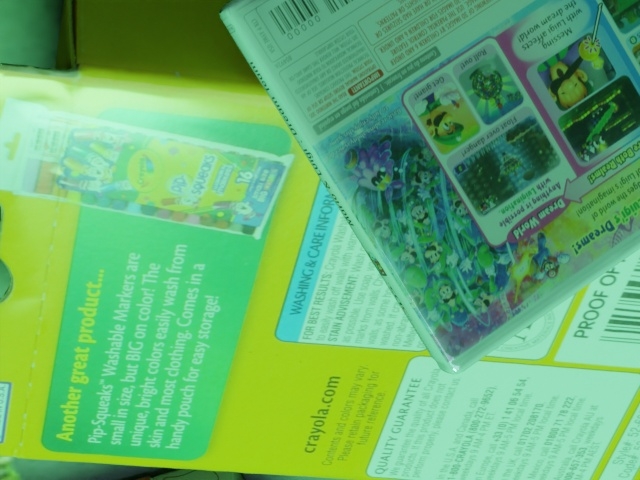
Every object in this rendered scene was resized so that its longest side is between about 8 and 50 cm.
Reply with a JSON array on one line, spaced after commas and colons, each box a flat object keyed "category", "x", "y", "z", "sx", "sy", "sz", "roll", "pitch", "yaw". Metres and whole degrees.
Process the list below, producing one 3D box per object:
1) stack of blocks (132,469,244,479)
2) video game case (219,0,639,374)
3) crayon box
[{"category": "stack of blocks", "x": -0.078, "y": 0.252, "z": 0.866, "sx": 0.171, "sy": 0.087, "sz": 0.297, "roll": -15, "pitch": 134, "yaw": 7}, {"category": "video game case", "x": 0.069, "y": -0.057, "z": 0.543, "sx": 0.157, "sy": 0.019, "sz": 0.143, "roll": -34, "pitch": 99, "yaw": -10}, {"category": "crayon box", "x": 0.000, "y": 0.000, "z": 0.636, "sx": 0.323, "sy": 0.083, "sz": 0.203, "roll": 5, "pitch": 133, "yaw": -13}]
